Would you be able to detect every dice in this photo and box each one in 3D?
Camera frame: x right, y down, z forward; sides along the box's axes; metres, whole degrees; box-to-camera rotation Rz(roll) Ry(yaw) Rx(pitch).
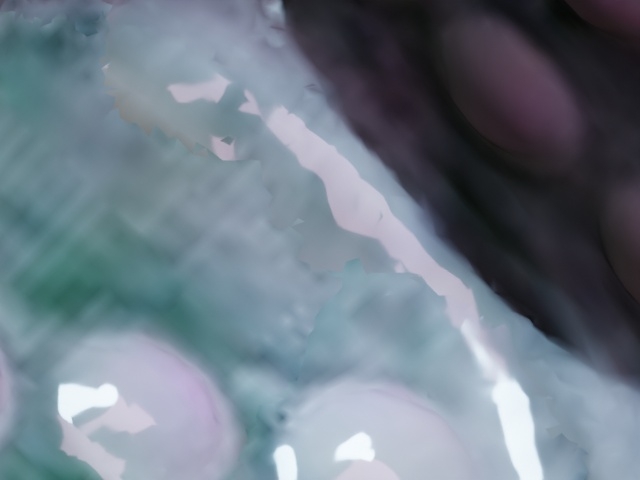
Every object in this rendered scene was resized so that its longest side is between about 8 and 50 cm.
[{"bbox_3d":[0.000,0.000,0.713,0.328,0.330,0.348,48,124,-4],"label":"dice"}]
